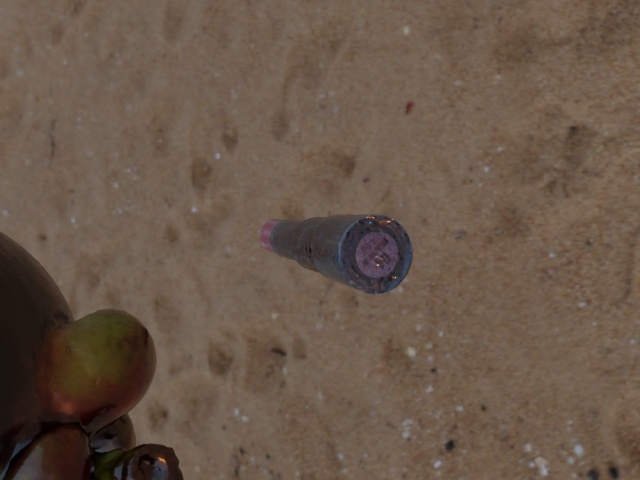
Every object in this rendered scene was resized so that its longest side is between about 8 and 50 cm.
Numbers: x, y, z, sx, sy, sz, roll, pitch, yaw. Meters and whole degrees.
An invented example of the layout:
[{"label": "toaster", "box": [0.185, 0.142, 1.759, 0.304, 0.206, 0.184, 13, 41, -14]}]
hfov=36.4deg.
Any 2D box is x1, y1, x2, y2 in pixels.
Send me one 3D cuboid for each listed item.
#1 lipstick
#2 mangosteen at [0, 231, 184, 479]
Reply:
[{"label": "lipstick", "box": [0.000, 0.000, 0.754, 0.234, 0.053, 0.053, -166, 76, -71]}, {"label": "mangosteen", "box": [-0.199, 0.095, 0.499, 0.265, 0.228, 0.228, 14, 106, 5]}]
